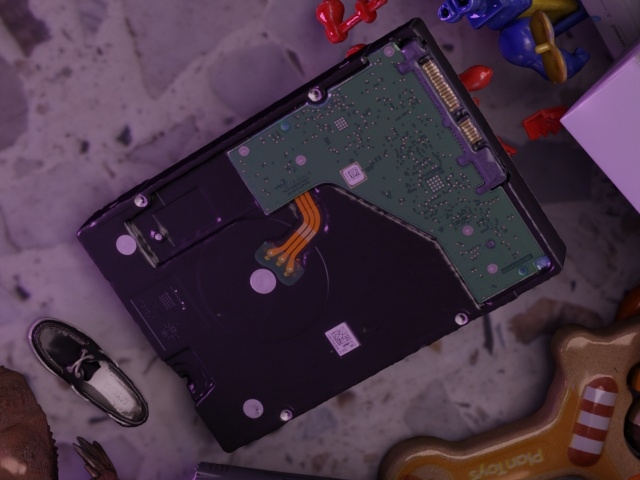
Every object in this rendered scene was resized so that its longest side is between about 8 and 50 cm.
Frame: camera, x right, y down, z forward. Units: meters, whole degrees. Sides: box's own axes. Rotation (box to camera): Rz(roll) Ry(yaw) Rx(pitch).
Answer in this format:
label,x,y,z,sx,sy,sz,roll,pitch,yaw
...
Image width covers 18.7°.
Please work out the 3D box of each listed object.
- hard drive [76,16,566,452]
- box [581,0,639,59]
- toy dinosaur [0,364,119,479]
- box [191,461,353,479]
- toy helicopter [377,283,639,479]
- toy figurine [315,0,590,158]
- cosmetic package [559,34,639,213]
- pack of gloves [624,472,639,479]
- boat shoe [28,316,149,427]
label,x,y,z,sx,sy,sz,roll,pitch,yaw
hard drive,0.000,0.000,1.603,0.339,0.064,0.237,-31,101,19
box,0.252,-0.261,1.684,0.038,0.186,0.145,-3,70,23
toy dinosaur,-0.254,0.175,1.591,0.200,0.127,0.295,-20,80,-25
box,0.001,0.258,1.563,0.231,0.262,0.126,7,89,-3
toy helicopter,0.227,0.193,1.743,0.355,0.140,0.235,-16,105,-5
toy figurine,0.128,-0.236,1.700,0.217,0.191,0.362,-13,71,-53
cosmetic package,0.382,-0.084,1.643,0.284,0.097,0.377,48,36,0
pack of gloves,0.232,0.306,1.719,0.195,0.046,0.232,-20,123,9
boat shoe,-0.194,0.113,1.642,0.046,0.038,0.125,-45,103,-11
